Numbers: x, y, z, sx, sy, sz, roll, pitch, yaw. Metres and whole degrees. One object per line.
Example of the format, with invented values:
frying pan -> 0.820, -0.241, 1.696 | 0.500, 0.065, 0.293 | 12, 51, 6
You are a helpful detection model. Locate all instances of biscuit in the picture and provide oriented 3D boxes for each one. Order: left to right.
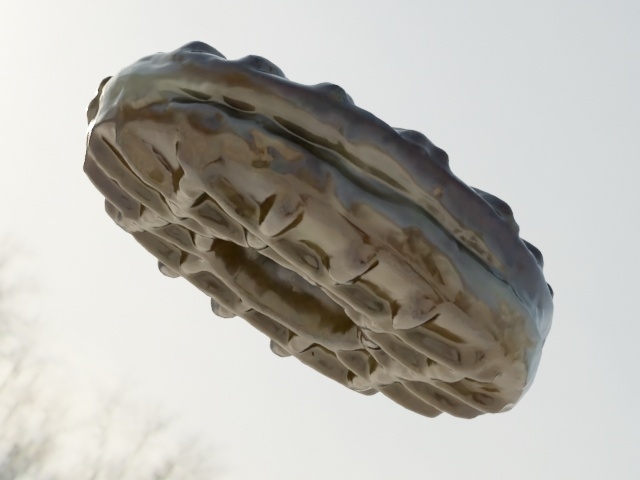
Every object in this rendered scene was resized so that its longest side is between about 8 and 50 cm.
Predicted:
biscuit -> 0.000, 0.000, 1.141 | 0.332, 0.103, 0.332 | 30, -18, 10
